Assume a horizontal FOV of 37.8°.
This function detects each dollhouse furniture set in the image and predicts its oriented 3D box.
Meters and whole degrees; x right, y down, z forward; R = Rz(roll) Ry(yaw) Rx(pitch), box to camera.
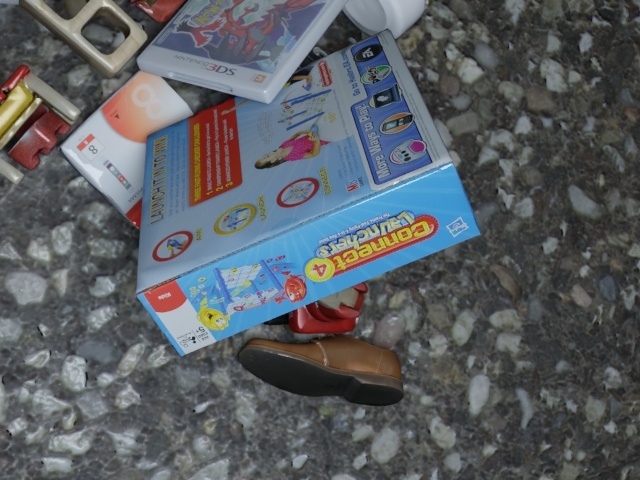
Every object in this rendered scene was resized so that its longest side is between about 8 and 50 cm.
[{"bbox_3d":[-0.264,-0.245,1.005,0.152,0.201,0.374,41,80,-15],"label":"dollhouse furniture set"}]

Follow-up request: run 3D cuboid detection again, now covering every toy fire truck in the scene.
[{"bbox_3d":[0.000,0.000,1.059,0.159,0.246,0.217,1,87,-22],"label":"toy fire truck"}]

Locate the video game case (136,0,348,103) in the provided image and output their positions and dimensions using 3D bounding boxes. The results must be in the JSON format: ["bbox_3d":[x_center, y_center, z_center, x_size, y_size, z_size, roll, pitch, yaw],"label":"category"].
[{"bbox_3d":[-0.084,-0.249,1.070,0.201,0.184,0.023,-56,149,-27],"label":"video game case"}]

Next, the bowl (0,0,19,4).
[{"bbox_3d":[-0.376,-0.343,1.037,0.142,0.053,0.142,5,84,-22],"label":"bowl"}]

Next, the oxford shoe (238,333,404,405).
[{"bbox_3d":[0.001,0.148,1.159,0.212,0.076,0.076,15,52,-18],"label":"oxford shoe"}]

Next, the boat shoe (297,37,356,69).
[{"bbox_3d":[0.010,-0.189,1.149,0.306,0.113,0.105,29,71,-2],"label":"boat shoe"}]

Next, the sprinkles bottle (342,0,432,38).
[{"bbox_3d":[0.170,-0.414,1.216,0.355,0.121,0.121,-46,103,-18],"label":"sprinkles bottle"}]

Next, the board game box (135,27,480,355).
[{"bbox_3d":[-0.028,-0.063,0.945,0.302,0.308,0.086,-23,124,8],"label":"board game box"}]

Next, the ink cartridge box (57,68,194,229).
[{"bbox_3d":[-0.194,-0.093,1.099,0.179,0.045,0.145,45,74,-11],"label":"ink cartridge box"}]
